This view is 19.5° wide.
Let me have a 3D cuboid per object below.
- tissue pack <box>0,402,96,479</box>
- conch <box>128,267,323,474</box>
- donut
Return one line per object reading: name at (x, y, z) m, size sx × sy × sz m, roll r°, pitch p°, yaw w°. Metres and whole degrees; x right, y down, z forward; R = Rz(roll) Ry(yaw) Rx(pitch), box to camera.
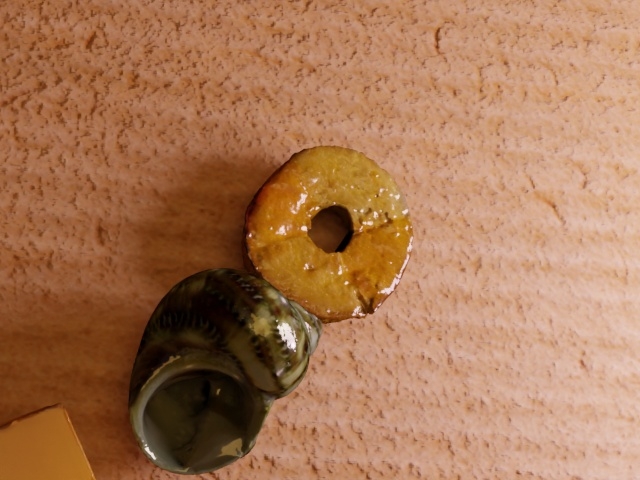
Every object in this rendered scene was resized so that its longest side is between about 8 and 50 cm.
tissue pack at (-0.324, 0.290, 1.634) m, size 0.274 × 0.145 × 0.194 m, roll -20°, pitch 79°, yaw -22°
conch at (-0.089, 0.117, 1.767) m, size 0.181 × 0.124 × 0.187 m, roll -5°, pitch 103°, yaw 5°
donut at (0.001, 0.001, 1.874) m, size 0.174 × 0.074 × 0.190 m, roll 23°, pitch 63°, yaw -9°
